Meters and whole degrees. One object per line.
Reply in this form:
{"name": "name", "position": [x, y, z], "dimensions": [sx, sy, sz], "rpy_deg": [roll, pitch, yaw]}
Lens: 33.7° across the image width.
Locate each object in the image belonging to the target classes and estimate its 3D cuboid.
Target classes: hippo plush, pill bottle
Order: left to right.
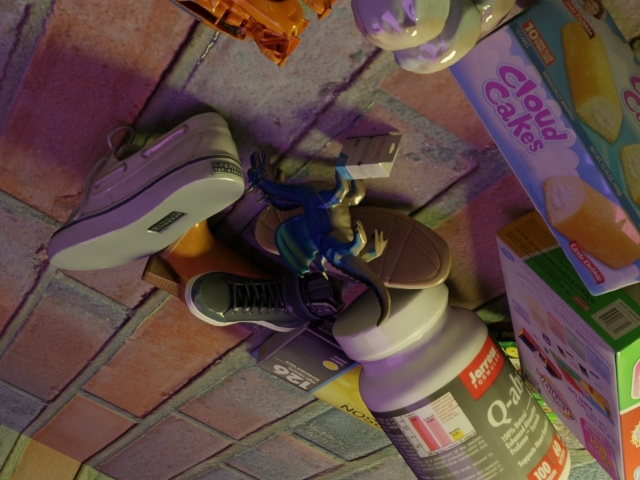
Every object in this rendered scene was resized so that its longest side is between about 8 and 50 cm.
{"name": "hippo plush", "position": [0.021, -0.277, 0.889], "dimensions": [0.236, 0.234, 0.294], "rpy_deg": [15, 170, 33]}
{"name": "pill bottle", "position": [0.185, 0.228, 1.523], "dimensions": [0.210, 0.210, 0.363], "rpy_deg": [-20, 110, 48]}

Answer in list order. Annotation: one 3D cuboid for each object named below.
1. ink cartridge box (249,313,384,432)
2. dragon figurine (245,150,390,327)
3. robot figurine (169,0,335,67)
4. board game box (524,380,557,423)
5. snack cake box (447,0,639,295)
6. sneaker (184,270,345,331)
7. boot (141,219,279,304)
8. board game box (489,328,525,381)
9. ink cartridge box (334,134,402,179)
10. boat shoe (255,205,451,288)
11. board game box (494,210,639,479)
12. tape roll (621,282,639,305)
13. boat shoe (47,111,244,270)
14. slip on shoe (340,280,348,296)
{"name": "ink cartridge box", "position": [0.048, 0.247, 1.857], "dimensions": [0.303, 0.072, 0.307], "rpy_deg": [29, 147, -12]}
{"name": "dragon figurine", "position": [0.000, 0.000, 1.375], "dimensions": [0.144, 0.289, 0.085], "rpy_deg": [-29, 163, 24]}
{"name": "robot figurine", "position": [-0.122, -0.307, 1.077], "dimensions": [0.291, 0.085, 0.211], "rpy_deg": [30, 147, -14]}
{"name": "board game box", "position": [0.319, 0.276, 1.729], "dimensions": [0.124, 0.039, 0.259], "rpy_deg": [13, 158, 6]}
{"name": "snack cake box", "position": [0.255, -0.101, 1.004], "dimensions": [0.264, 0.152, 0.089], "rpy_deg": [56, 142, -5]}
{"name": "sneaker", "position": [-0.068, 0.074, 1.529], "dimensions": [0.226, 0.086, 0.163], "rpy_deg": [11, 158, -42]}
{"name": "boot", "position": [-0.145, 0.033, 1.629], "dimensions": [0.211, 0.104, 0.295], "rpy_deg": [21, 151, -13]}
{"name": "board game box", "position": [0.285, 0.182, 1.645], "dimensions": [0.259, 0.030, 0.136], "rpy_deg": [-2, 140, 34]}
{"name": "ink cartridge box", "position": [0.065, -0.103, 1.314], "dimensions": [0.083, 0.048, 0.028], "rpy_deg": [-1, 142, 34]}
{"name": "boat shoe", "position": [0.051, 0.009, 1.458], "dimensions": [0.285, 0.103, 0.092], "rpy_deg": [10, 169, 23]}
{"name": "board game box", "position": [0.335, 0.146, 1.359], "dimensions": [0.242, 0.064, 0.316], "rpy_deg": [52, 167, 43]}
{"name": "tape roll", "position": [0.517, 0.137, 1.361], "dimensions": [0.286, 0.100, 0.286], "rpy_deg": [15, 148, 10]}
{"name": "boat shoe", "position": [-0.257, -0.081, 1.467], "dimensions": [0.136, 0.156, 0.367], "rpy_deg": [12, 150, -44]}
{"name": "slip on shoe", "position": [-0.007, 0.079, 1.645], "dimensions": [0.041, 0.051, 0.135], "rpy_deg": [29, 157, -24]}
